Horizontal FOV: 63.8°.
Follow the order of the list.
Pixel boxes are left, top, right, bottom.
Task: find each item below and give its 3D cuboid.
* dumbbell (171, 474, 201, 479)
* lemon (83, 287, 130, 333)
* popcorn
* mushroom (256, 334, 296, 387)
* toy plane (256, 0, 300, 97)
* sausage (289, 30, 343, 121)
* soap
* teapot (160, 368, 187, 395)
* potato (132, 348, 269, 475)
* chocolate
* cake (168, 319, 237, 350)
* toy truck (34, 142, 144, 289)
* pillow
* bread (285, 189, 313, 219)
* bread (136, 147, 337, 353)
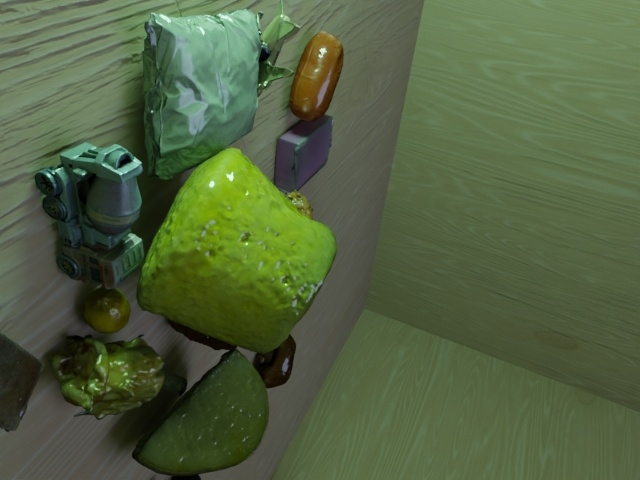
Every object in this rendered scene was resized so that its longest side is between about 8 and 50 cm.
[{"bbox_3d":[-0.431,0.744,1.513,0.191,0.100,0.100,40,70,-74],"label":"dumbbell"},{"bbox_3d":[-0.398,0.129,0.959,0.110,0.082,0.082,96,19,-57],"label":"lemon"},{"bbox_3d":[-0.389,0.253,0.964,0.195,0.168,0.173,80,10,-63],"label":"popcorn"},{"bbox_3d":[-0.162,0.469,2.011,0.194,0.138,0.231,50,61,-72],"label":"mushroom"},{"bbox_3d":[-0.133,-0.398,1.135,0.092,0.229,0.244,14,131,-40],"label":"toy plane"},{"bbox_3d":[-0.011,-0.468,1.472,0.133,0.133,0.258,13,97,-74],"label":"sausage"},{"bbox_3d":[-0.052,-0.278,1.627,0.259,0.081,0.181,-50,155,-48],"label":"soap"},{"bbox_3d":[-0.373,0.361,1.299,0.067,0.083,0.057,-30,132,-63],"label":"teapot"},{"bbox_3d":[-0.289,0.479,1.317,0.330,0.213,0.280,-46,-178,-28],"label":"potato"},{"bbox_3d":[-0.484,0.142,0.657,0.321,0.112,0.112,83,22,-56],"label":"chocolate"},{"bbox_3d":[-0.234,0.097,1.280,0.293,0.196,0.198,-60,163,-45],"label":"cake"},{"bbox_3d":[-0.348,-0.039,0.824,0.108,0.140,0.256,-51,155,-51],"label":"toy truck"},{"bbox_3d":[-0.216,-0.292,0.973,0.310,0.138,0.283,-45,150,-50],"label":"pillow"},{"bbox_3d":[-0.114,-0.012,1.523,0.260,0.147,0.160,-48,164,-22],"label":"bread"},{"bbox_3d":[-0.157,0.023,0.994,0.348,0.308,0.348,-53,-161,27],"label":"bread"}]
